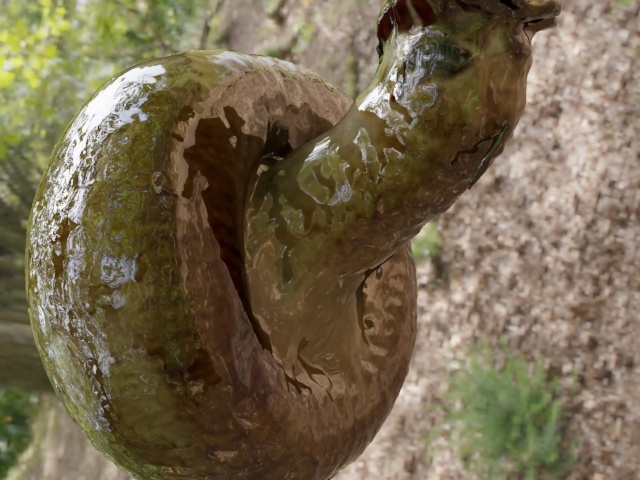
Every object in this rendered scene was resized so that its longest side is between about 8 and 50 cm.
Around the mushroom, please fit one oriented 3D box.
[{"bbox_3d":[-0.001,0.002,0.782,0.331,0.356,0.334,26,-125,-80],"label":"mushroom"}]
